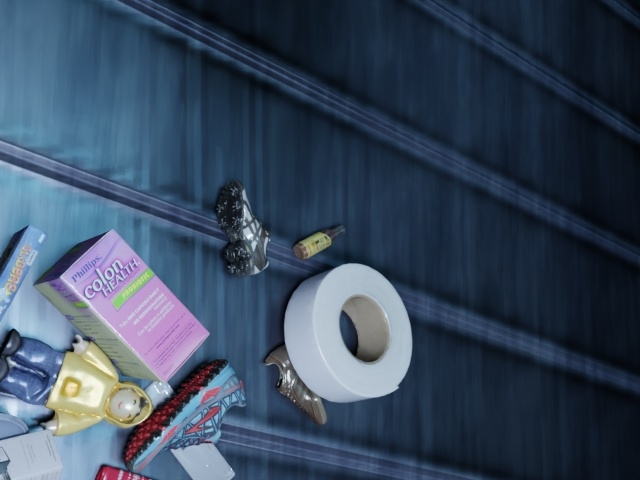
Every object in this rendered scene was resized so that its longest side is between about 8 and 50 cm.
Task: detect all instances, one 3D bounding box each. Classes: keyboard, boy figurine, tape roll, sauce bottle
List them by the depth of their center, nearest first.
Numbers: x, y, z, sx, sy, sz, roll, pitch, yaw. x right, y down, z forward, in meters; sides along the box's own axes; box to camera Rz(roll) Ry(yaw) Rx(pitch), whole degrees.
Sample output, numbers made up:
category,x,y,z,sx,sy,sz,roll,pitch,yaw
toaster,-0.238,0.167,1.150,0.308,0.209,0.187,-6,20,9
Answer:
category,x,y,z,sx,sy,sz,roll,pitch,yaw
boy figurine,-0.426,0.261,1.261,0.285,0.092,0.177,31,68,-22
keyboard,-0.259,0.381,1.400,0.072,0.014,0.256,-39,105,-24
tape roll,0.063,0.197,1.537,0.286,0.100,0.286,18,62,-37
sauce bottle,0.000,0.000,1.591,0.128,0.042,0.042,-30,100,-30

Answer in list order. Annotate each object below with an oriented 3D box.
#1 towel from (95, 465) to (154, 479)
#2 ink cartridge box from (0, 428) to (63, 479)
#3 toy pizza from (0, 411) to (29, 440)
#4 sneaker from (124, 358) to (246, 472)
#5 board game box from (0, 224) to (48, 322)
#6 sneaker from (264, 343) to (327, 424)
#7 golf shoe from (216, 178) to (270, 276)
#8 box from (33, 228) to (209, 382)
category,x,y,z,sx,sy,sz,roll,pitch,yaw
towel,-0.316,0.544,1.331,0.275,0.031,0.199,29,69,-27
ink cartridge box,-0.519,0.386,1.141,0.191,0.139,0.082,-8,48,-38
toy pizza,-0.561,0.327,1.134,0.201,0.201,0.032,-11,49,-33
sneaker,-0.239,0.346,1.347,0.262,0.104,0.125,-41,108,-24
board game box,-0.524,0.076,1.194,0.035,0.136,0.201,31,69,-26
sneaker,-0.053,0.309,1.518,0.071,0.066,0.188,-27,94,-15
golf shoe,-0.153,-0.026,1.489,0.094,0.077,0.198,-7,92,-47
box,-0.346,0.117,1.255,0.243,0.213,0.117,50,62,-17
